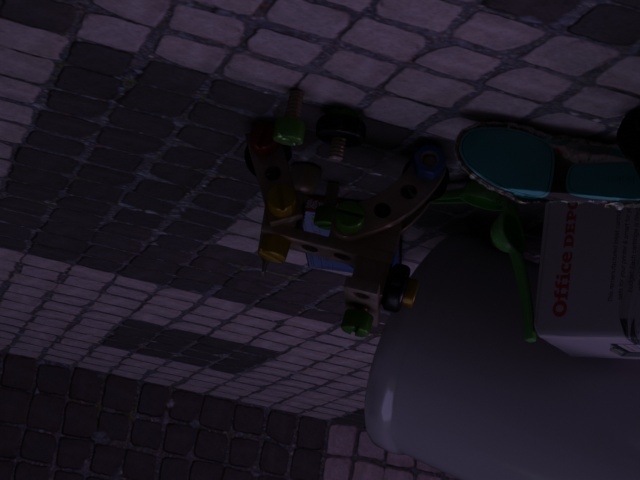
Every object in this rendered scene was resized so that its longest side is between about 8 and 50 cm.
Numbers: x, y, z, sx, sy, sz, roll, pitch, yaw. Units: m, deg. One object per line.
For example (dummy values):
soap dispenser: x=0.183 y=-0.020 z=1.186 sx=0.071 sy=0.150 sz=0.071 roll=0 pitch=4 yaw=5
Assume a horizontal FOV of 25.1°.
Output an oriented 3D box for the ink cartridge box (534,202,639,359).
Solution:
ink cartridge box: x=0.411 y=0.027 z=1.671 sx=0.289 sy=0.211 sz=0.121 roll=0 pitch=163 yaw=32

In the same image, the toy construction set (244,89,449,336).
toy construction set: x=0.000 y=0.000 z=1.749 sx=0.257 sy=0.237 sz=0.309 roll=16 pitch=163 yaw=-20

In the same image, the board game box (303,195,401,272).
board game box: x=0.046 y=-0.002 z=2.085 sx=0.145 sy=0.027 sz=0.281 roll=9 pitch=163 yaw=6

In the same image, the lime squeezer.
lime squeezer: x=0.200 y=-0.011 z=1.768 sx=0.310 sy=0.110 sz=0.059 roll=49 pitch=177 yaw=39

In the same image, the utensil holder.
utensil holder: x=0.305 y=0.206 z=1.932 sx=0.385 sy=0.327 sz=0.327 roll=23 pitch=170 yaw=25

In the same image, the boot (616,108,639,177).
boot: x=0.402 y=-0.034 z=1.480 sx=0.161 sy=0.246 sz=0.083 roll=15 pitch=121 yaw=-31

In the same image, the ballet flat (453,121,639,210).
ballet flat: x=0.266 y=-0.080 z=1.626 sx=0.241 sy=0.091 sz=0.077 roll=13 pitch=-174 yaw=-1
